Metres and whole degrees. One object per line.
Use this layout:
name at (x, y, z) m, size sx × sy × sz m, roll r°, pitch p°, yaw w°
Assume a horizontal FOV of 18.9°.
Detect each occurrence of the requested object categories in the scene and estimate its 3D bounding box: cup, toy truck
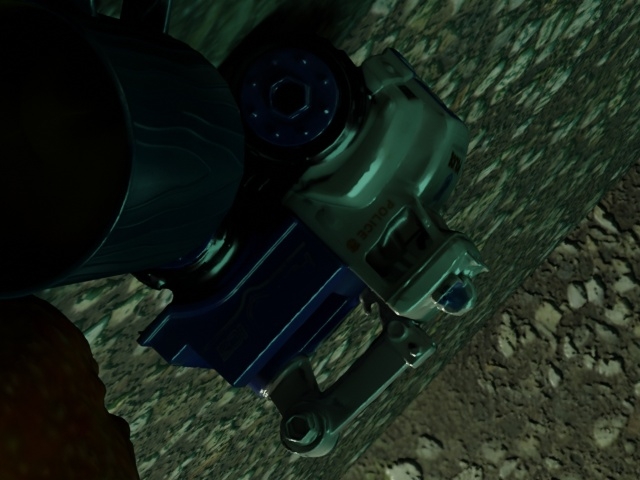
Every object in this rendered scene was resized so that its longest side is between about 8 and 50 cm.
cup at (-0.091, -0.050, 0.777) m, size 0.150 × 0.113 × 0.138 m, roll -48°, pitch 169°, yaw 14°
toy truck at (0.000, 0.000, 1.075) m, size 0.213 × 0.177 × 0.161 m, roll -47°, pitch 166°, yaw 6°

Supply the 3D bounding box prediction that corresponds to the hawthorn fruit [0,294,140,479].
hawthorn fruit at (-0.198, 0.122, 0.783) m, size 0.253 × 0.205 × 0.205 m, roll -30°, pitch 162°, yaw -21°
